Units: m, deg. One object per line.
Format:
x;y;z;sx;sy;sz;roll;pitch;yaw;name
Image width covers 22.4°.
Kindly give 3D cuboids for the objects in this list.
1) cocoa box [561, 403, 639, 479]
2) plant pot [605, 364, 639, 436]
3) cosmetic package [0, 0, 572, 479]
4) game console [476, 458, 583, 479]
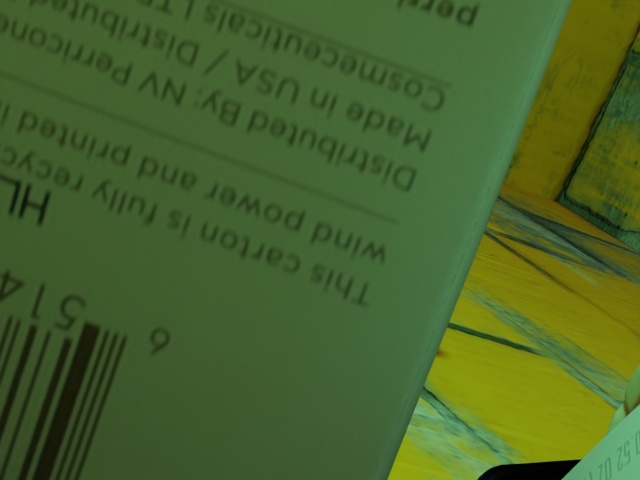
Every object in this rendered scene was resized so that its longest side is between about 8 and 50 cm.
0.216;0.188;0.375;0.347;0.231;0.228;26;38;-18;cocoa box
0.293;0.171;0.897;0.243;0.275;0.275;14;11;-8;plant pot
-0.090;-0.055;0.681;0.329;0.327;0.394;20;12;3;cosmetic package
0.182;0.214;0.595;0.250;0.173;0.293;30;12;32;game console
